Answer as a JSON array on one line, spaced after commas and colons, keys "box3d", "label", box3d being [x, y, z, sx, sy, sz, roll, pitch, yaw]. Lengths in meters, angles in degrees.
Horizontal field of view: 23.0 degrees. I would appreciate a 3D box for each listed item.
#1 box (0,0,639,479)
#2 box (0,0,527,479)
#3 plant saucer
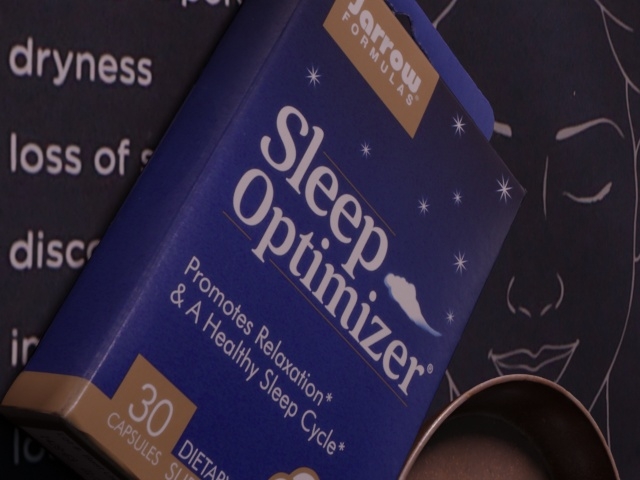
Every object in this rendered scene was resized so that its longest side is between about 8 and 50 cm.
[{"box3d": [-0.069, -0.051, 0.687, 0.480, 0.297, 0.472, 0, 92, -47], "label": "box"}, {"box3d": [0.000, 0.000, 0.528, 0.136, 0.036, 0.225, 48, 56, -36], "label": "box"}, {"box3d": [0.063, 0.134, 0.601, 0.168, 0.029, 0.168, -1, 91, -46], "label": "plant saucer"}]
